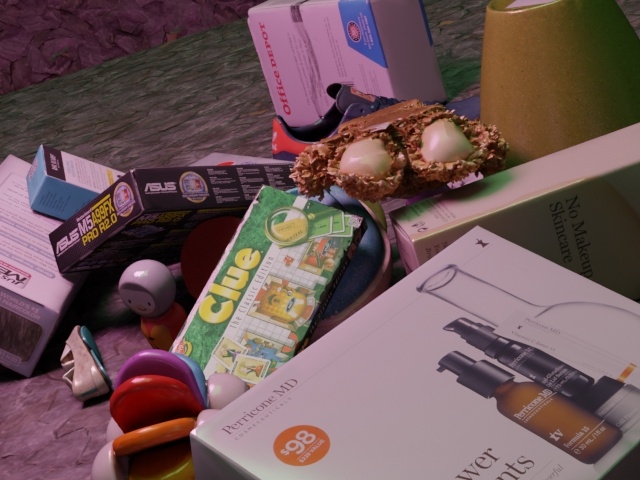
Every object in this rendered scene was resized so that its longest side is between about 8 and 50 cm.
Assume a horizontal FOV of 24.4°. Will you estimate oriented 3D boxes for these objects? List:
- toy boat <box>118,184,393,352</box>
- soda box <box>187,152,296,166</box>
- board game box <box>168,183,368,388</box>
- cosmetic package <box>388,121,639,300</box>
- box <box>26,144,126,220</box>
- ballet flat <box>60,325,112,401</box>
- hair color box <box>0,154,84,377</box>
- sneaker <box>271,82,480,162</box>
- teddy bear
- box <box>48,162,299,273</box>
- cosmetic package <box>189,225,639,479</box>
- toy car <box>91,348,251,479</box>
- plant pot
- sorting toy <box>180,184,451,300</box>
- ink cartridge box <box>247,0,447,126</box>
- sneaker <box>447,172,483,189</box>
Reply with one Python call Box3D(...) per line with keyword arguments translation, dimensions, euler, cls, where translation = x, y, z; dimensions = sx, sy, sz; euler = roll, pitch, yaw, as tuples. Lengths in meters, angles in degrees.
Box3D(translation=(-0.073, 0.040, 1.754), dimensions=(0.318, 0.148, 0.267), euler=(-23, 33, -2), cls="toy boat")
Box3D(translation=(-0.105, -0.063, 2.172), dimensions=(0.098, 0.091, 0.286), euler=(-31, 23, -30), cls="soda box")
Box3D(translation=(-0.062, 0.064, 1.642), dimensions=(0.136, 0.030, 0.260), euler=(17, 64, 21), cls="board game box")
Box3D(translation=(0.247, 0.002, 1.603), dimensions=(0.309, 0.160, 0.113), euler=(-20, 21, -4), cls="cosmetic package")
Box3D(translation=(-0.295, -0.054, 2.121), dimensions=(0.244, 0.060, 0.100), euler=(19, 22, -23), cls="box")
Box3D(translation=(-0.297, 0.151, 1.825), dimensions=(0.052, 0.057, 0.168), euler=(-30, 21, -6), cls="ballet flat")
Box3D(translation=(-0.415, 0.024, 2.039), dimensions=(0.185, 0.113, 0.374), euler=(26, 21, -5), cls="hair color box")
Box3D(translation=(0.091, -0.181, 2.237), dimensions=(0.350, 0.148, 0.131), euler=(-19, 20, -6), cls="sneaker")
Box3D(translation=(0.096, -0.090, 1.712), dimensions=(0.245, 0.113, 0.338), euler=(-20, 9, -14), cls="teddy bear")
Box3D(translation=(-0.189, -0.031, 1.954), dimensions=(0.270, 0.060, 0.216), euler=(-6, -19, -42), cls="box")
Box3D(translation=(0.124, 0.157, 1.242), dimensions=(0.284, 0.097, 0.377), euler=(26, 45, 36), cls="cosmetic package")
Box3D(translation=(-0.158, 0.178, 1.494), dimensions=(0.159, 0.136, 0.182), euler=(-20, 19, 11), cls="toy car")
Box3D(translation=(0.305, -0.163, 1.791), dimensions=(0.274, 0.293, 0.275), euler=(-15, 19, 6), cls="plant pot")
Box3D(translation=(0.000, 0.000, 1.947), dimensions=(0.365, 0.127, 0.126), euler=(-17, -7, -1), cls="sorting toy")
Box3D(translation=(0.043, -0.318, 2.531), dimensions=(0.129, 0.223, 0.307), euler=(-32, 24, -36), cls="ink cartridge box")
Box3D(translation=(0.191, -0.078, 2.043), dimensions=(0.158, 0.061, 0.065), euler=(4, 2, 44), cls="sneaker")
